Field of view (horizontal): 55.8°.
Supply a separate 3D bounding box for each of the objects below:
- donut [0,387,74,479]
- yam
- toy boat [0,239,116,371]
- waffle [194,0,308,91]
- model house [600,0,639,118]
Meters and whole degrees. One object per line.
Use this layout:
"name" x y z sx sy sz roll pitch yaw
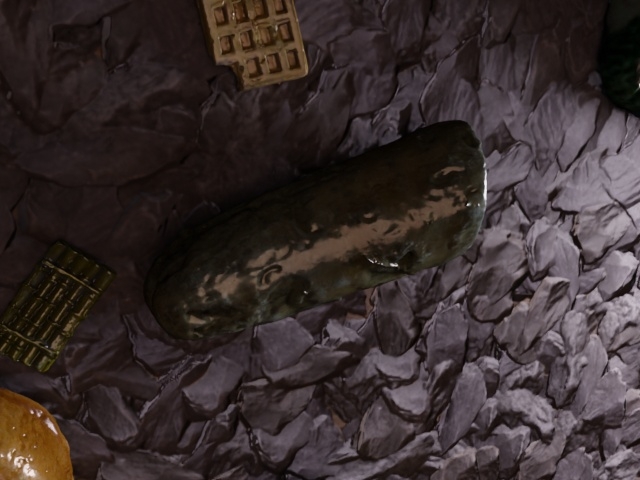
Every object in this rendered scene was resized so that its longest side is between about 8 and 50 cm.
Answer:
"donut" -0.327 0.230 0.511 0.227 0.114 0.226 -4 104 -17
"yam" 0.000 0.000 0.558 0.330 0.133 0.133 -22 110 -11
"toy boat" -0.244 0.060 0.548 0.063 0.016 0.115 35 90 -24
"waffle" -0.065 -0.204 0.543 0.092 0.021 0.135 -18 108 -16
"model house" 0.499 -0.231 0.604 0.298 0.284 0.243 9 96 -21
